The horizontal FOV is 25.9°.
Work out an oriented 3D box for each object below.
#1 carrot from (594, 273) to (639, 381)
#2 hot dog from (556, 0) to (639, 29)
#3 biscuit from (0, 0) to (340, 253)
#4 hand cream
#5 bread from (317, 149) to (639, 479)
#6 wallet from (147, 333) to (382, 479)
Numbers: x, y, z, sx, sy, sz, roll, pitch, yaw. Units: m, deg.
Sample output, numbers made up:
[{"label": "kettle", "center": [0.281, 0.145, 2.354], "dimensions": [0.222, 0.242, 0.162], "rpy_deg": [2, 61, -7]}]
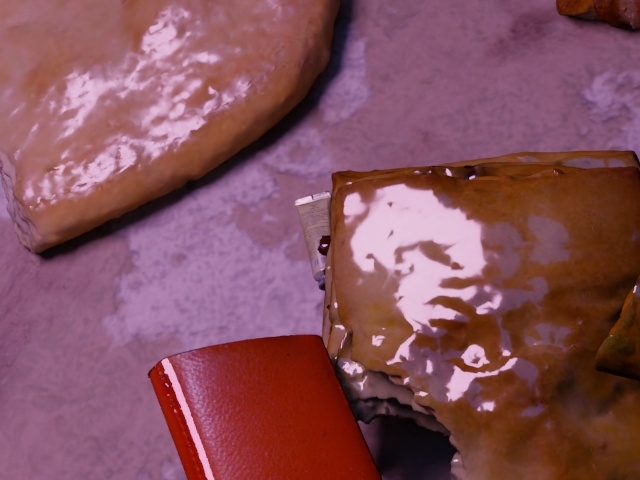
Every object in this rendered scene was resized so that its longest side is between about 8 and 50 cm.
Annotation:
[{"label": "carrot", "center": [0.342, 0.072, 0.922], "dimensions": [0.302, 0.114, 0.114], "rpy_deg": [13, 67, 15]}, {"label": "hot dog", "center": [0.311, -0.249, 1.263], "dimensions": [0.213, 0.103, 0.146], "rpy_deg": [17, 70, 25]}, {"label": "biscuit", "center": [-0.196, -0.228, 1.406], "dimensions": [0.446, 0.104, 0.429], "rpy_deg": [-22, 58, 6]}, {"label": "hand cream", "center": [0.000, 0.000, 1.275], "dimensions": [0.035, 0.022, 0.102], "rpy_deg": [-16, 54, 9]}, {"label": "bread", "center": [0.135, 0.079, 1.093], "dimensions": [0.314, 0.191, 0.370], "rpy_deg": [-5, 63, 14]}, {"label": "wallet", "center": [-0.027, 0.166, 0.999], "dimensions": [0.142, 0.045, 0.204], "rpy_deg": [-9, 57, -26]}]
